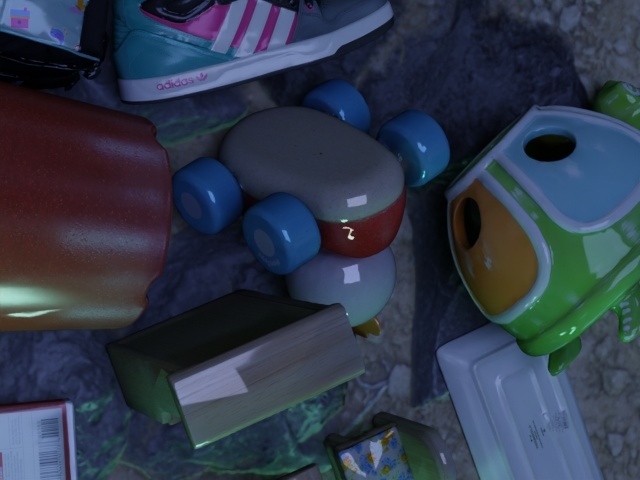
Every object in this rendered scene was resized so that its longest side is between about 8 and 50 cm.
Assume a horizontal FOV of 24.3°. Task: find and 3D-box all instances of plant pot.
[{"bbox_3d":[-0.290,-0.030,1.318,0.265,0.272,0.272,6,89,-31],"label":"plant pot"}]

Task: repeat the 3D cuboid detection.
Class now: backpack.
[{"bbox_3d":[-0.298,-0.218,1.344,0.188,0.166,0.144,4,87,-26],"label":"backpack"}]

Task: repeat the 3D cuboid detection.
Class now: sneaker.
[{"bbox_3d":[-0.076,-0.255,1.464,0.295,0.124,0.178,-18,108,-20],"label":"sneaker"}]

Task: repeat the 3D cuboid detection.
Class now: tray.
[{"bbox_3d":[0.236,0.216,1.651,0.145,0.030,0.270,-24,101,-21],"label":"tray"}]

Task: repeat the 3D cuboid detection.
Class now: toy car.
[{"bbox_3d":[0.000,0.000,1.492,0.219,0.210,0.238,-34,132,-31],"label":"toy car"}]

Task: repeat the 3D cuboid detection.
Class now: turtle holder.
[{"bbox_3d":[0.277,-0.040,1.550,0.227,0.243,0.320,45,84,0],"label":"turtle holder"}]

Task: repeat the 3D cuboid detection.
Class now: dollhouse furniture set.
[{"bbox_3d":[-0.036,0.263,1.418,0.362,0.256,0.394,-22,100,-20],"label":"dollhouse furniture set"}]

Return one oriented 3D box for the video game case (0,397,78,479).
[{"bbox_3d":[-0.368,0.262,1.392,0.285,0.025,0.204,-3,93,-22],"label":"video game case"}]
